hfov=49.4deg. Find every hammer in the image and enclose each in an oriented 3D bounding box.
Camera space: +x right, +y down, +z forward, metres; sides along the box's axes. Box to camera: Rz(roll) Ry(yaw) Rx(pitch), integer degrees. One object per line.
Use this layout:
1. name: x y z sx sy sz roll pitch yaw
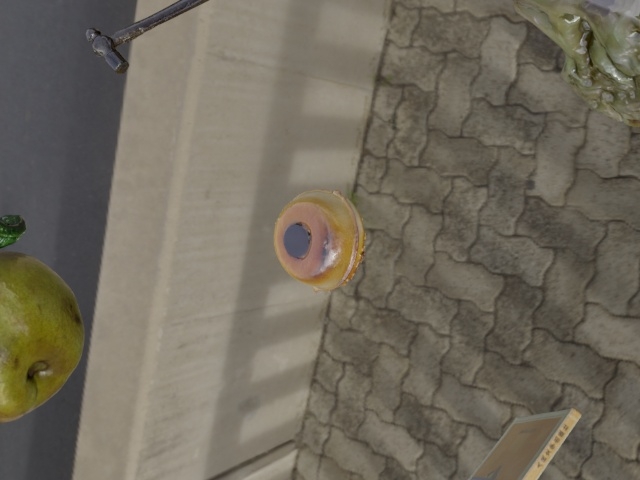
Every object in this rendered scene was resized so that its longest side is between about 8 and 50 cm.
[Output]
1. hammer: -0.184 -0.258 0.813 0.065 0.178 0.021 52 162 11

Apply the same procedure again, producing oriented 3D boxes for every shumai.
1. shumai: 0.385 -0.307 0.947 0.346 0.283 0.217 128 149 -73

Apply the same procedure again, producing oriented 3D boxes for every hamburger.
1. hamburger: 0.002 -0.003 1.496 0.236 0.147 0.237 6 98 43

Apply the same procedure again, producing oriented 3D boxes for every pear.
1. pear: -0.373 0.107 0.799 0.199 0.200 0.200 4 97 38

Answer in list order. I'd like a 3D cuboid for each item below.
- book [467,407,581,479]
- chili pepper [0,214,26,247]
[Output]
1. book: 0.156 0.267 0.690 0.018 0.170 0.242 40 75 9
2. chili pepper: -0.320 -0.047 0.591 0.050 0.182 0.073 -44 40 -11
